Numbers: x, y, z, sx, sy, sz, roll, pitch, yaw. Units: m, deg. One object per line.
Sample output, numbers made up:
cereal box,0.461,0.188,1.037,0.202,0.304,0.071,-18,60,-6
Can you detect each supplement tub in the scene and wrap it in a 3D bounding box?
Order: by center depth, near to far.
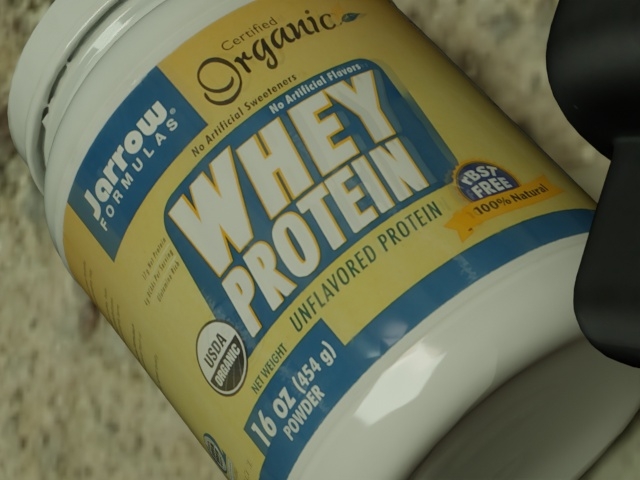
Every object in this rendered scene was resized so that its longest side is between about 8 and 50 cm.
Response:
supplement tub,0.000,0.000,0.531,0.144,0.144,0.199,-51,60,16

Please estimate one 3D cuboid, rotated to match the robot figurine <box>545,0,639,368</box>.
robot figurine,0.156,-0.088,0.394,0.174,0.209,0.278,16,82,25
